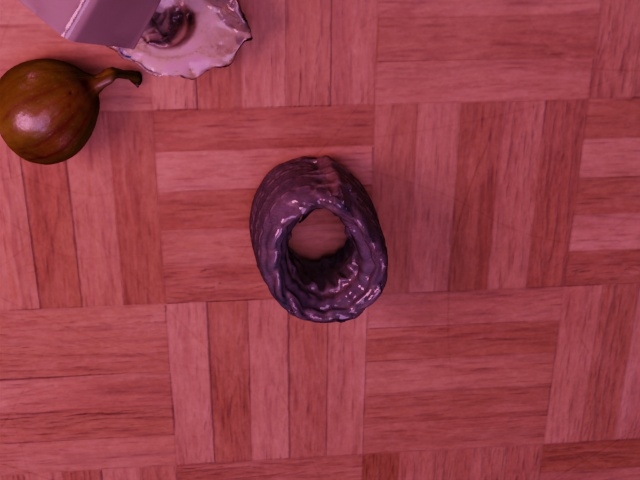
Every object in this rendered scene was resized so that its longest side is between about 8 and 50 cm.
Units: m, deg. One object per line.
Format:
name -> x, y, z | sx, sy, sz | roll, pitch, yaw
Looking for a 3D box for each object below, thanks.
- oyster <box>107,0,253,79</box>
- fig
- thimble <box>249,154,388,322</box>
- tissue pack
oyster -> -0.214, -0.323, 1.466 | 0.214, 0.083, 0.223 | -24, 115, 8
fig -> -0.362, -0.186, 1.487 | 0.186, 0.142, 0.148 | -21, 145, 19
thimble -> 0.000, 0.000, 1.611 | 0.205, 0.172, 0.236 | -4, 116, -8
tissue pack -> -0.324, -0.369, 1.333 | 0.246, 0.159, 0.136 | 40, 109, 14
